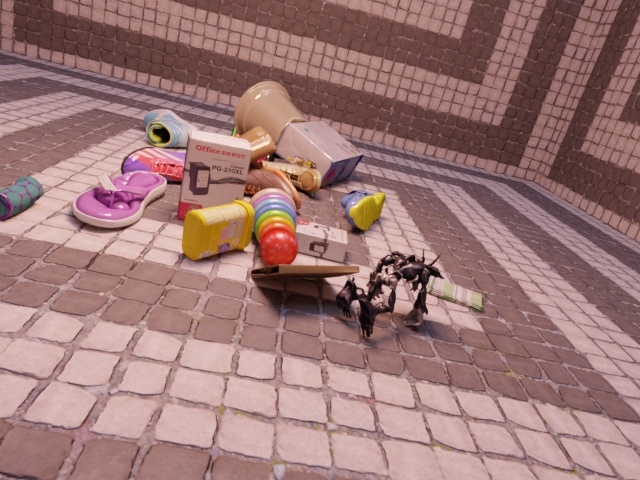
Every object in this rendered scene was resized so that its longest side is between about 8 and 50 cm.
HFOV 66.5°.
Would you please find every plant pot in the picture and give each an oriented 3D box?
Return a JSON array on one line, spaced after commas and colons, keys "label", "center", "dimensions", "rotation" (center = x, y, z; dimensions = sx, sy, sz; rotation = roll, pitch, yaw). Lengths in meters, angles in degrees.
[{"label": "plant pot", "center": [-0.208, -0.566, 2.416], "dimensions": [0.333, 0.334, 0.305], "rotation": [-6, 40, -44]}]

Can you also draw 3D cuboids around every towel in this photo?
[{"label": "towel", "center": [0.370, 0.140, 1.340], "dimensions": [0.151, 0.023, 0.113], "rotation": [19, 22, 11]}]

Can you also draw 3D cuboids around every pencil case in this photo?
[{"label": "pencil case", "center": [-0.723, -0.103, 1.151], "dimensions": [0.070, 0.065, 0.152], "rotation": [27, 18, -13]}]

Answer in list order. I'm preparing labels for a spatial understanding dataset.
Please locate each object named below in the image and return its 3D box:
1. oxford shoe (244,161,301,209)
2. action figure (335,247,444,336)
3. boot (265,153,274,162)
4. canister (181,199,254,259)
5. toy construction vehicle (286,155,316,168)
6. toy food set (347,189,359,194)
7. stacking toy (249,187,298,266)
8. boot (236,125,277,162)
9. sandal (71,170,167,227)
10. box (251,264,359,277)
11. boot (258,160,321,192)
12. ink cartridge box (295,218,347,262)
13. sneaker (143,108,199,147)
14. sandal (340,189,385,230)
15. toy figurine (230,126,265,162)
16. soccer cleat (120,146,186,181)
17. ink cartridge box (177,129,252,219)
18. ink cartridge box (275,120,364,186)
[{"label": "oxford shoe", "center": [-0.217, -0.190, 1.704], "dimensions": [0.363, 0.130, 0.132], "rotation": [34, 57, 30]}, {"label": "action figure", "center": [0.166, 0.113, 1.114], "dimensions": [0.275, 0.141, 0.164], "rotation": [-23, 38, -35]}, {"label": "boot", "center": [-0.319, -0.380, 2.147], "dimensions": [0.228, 0.091, 0.263], "rotation": [6, 18, -8]}, {"label": "canister", "center": [-0.250, -0.026, 1.196], "dimensions": [0.073, 0.126, 0.169], "rotation": [27, 25, 29]}, {"label": "toy construction vehicle", "center": [-0.078, -0.315, 1.982], "dimensions": [0.085, 0.035, 0.098], "rotation": [30, 17, 37]}, {"label": "toy food set", "center": [0.162, -0.192, 2.060], "dimensions": [0.083, 0.020, 0.082], "rotation": [2, 24, -32]}, {"label": "stacking toy", "center": [-0.111, -0.026, 1.255], "dimensions": [0.141, 0.141, 0.330], "rotation": [9, 19, -15]}, {"label": "boot", "center": [-0.258, -0.263, 1.634], "dimensions": [0.269, 0.089, 0.236], "rotation": [-31, 65, -25]}, {"label": "sandal", "center": [-0.543, -0.146, 1.333], "dimensions": [0.169, 0.102, 0.416], "rotation": [13, 21, -5]}, {"label": "box", "center": [-0.037, 0.072, 1.120], "dimensions": [0.201, 0.021, 0.164], "rotation": [3, -9, -29]}, {"label": "boot", "center": [-0.129, -0.251, 1.891], "dimensions": [0.203, 0.095, 0.262], "rotation": [4, 17, -31]}, {"label": "ink cartridge box", "center": [0.000, 0.000, 1.388], "dimensions": [0.150, 0.063, 0.109], "rotation": [13, 20, -3]}, {"label": "sneaker", "center": [-0.691, -0.486, 2.080], "dimensions": [0.318, 0.127, 0.208], "rotation": [24, 21, 26]}, {"label": "sandal", "center": [0.131, -0.117, 1.722], "dimensions": [0.138, 0.126, 0.317], "rotation": [17, 12, 14]}, {"label": "toy figurine", "center": [-0.294, -0.354, 1.959], "dimensions": [0.159, 0.130, 0.173], "rotation": [19, 41, -17]}, {"label": "soccer cleat", "center": [-0.503, -0.242, 1.614], "dimensions": [0.116, 0.109, 0.318], "rotation": [30, 22, 24]}, {"label": "ink cartridge box", "center": [-0.301, -0.174, 1.380], "dimensions": [0.171, 0.238, 0.100], "rotation": [7, 22, -19]}, {"label": "ink cartridge box", "center": [0.016, -0.398, 2.190], "dimensions": [0.270, 0.151, 0.395], "rotation": [42, 30, 11]}]
